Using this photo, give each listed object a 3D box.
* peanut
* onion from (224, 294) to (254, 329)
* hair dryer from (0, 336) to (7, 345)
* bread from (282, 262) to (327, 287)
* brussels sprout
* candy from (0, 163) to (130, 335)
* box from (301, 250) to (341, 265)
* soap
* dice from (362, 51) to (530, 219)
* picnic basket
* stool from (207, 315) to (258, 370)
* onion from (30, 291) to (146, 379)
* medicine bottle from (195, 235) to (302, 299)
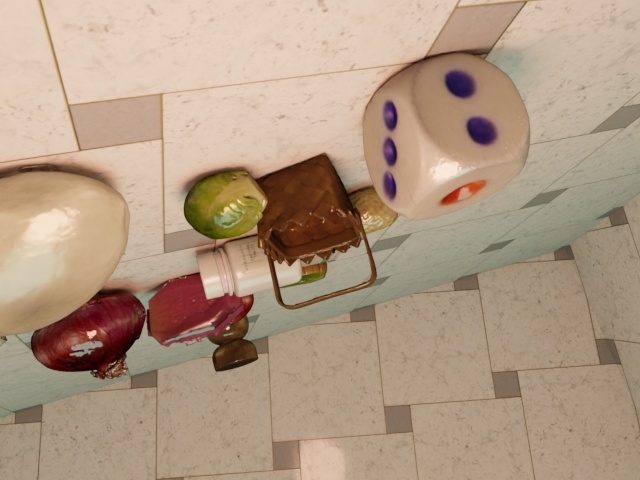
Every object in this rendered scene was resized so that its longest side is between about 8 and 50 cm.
[{"bbox_3d":[0.078,-0.056,1.733,0.291,0.143,0.159,-17,142,-4],"label":"peanut"},{"bbox_3d":[-0.365,0.247,2.263,0.248,0.161,0.248,-19,-175,2],"label":"onion"},{"bbox_3d":[-1.132,0.366,2.028,0.206,0.075,0.237,-19,172,-17],"label":"hair dryer"},{"bbox_3d":[-0.081,0.117,2.220,0.236,0.070,0.236,-14,169,-3],"label":"bread"},{"bbox_3d":[-0.216,-0.078,1.369,0.181,0.144,0.161,-42,114,15],"label":"brussels sprout"},{"bbox_3d":[-0.565,0.035,1.187,0.427,0.186,0.386,-39,153,4],"label":"candy"},{"bbox_3d":[0.000,0.000,1.970,0.200,0.065,0.343,-12,163,-19],"label":"box"},{"bbox_3d":[-0.419,0.220,2.008,0.325,0.220,0.127,-15,155,-8],"label":"soap"},{"bbox_3d":[0.246,-0.205,1.247,0.243,0.251,0.259,-14,163,-17],"label":"dice"},{"bbox_3d":[-0.017,-0.011,1.496,0.254,0.321,0.291,-17,162,9],"label":"picnic basket"},{"bbox_3d":[-0.367,0.371,2.439,0.179,0.264,0.179,-17,164,-5],"label":"stool"},{"bbox_3d":[-0.693,0.309,1.879,0.348,0.285,0.347,-28,178,-1],"label":"onion"},{"bbox_3d":[-0.213,0.077,1.819,0.293,0.170,0.170,-15,163,-14],"label":"medicine bottle"}]
